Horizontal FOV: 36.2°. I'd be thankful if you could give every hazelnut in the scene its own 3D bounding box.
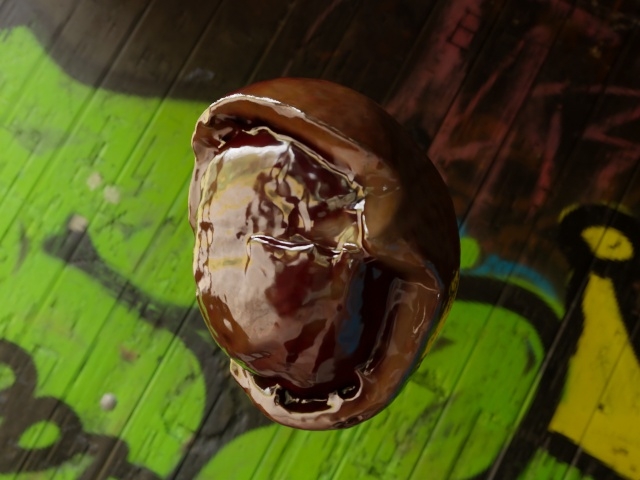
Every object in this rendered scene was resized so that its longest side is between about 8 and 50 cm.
[{"bbox_3d":[-0.006,0.001,0.582,0.170,0.160,0.201,-20,-68,27],"label":"hazelnut"}]
